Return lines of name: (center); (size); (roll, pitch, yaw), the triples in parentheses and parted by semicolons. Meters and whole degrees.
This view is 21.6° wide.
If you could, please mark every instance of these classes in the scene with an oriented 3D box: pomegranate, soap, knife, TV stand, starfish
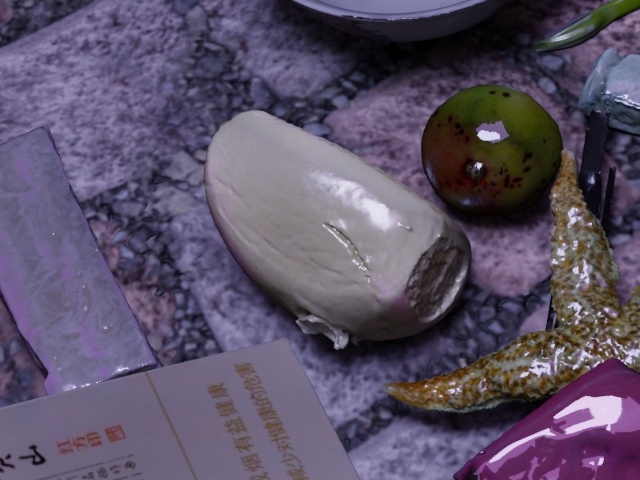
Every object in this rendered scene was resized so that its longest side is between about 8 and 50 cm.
pomegranate: (0.152, -0.077, 1.489); (0.130, 0.130, 0.130); (-3, 60, 5)
soap: (0.265, 0.247, 1.232); (0.220, 0.127, 0.325); (-35, 81, -3)
knife: (0.286, -0.222, 1.606); (0.184, 0.022, 0.026); (-28, 35, -8)
TV stand: (0.230, -0.003, 1.475); (0.042, 0.036, 0.249); (8, 61, 11)
starfish: (0.218, 0.090, 1.369); (0.347, 0.078, 0.358); (-17, 73, 2)

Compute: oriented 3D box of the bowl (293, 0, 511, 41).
bowl: (0.083, -0.299, 1.597); (0.345, 0.157, 0.346); (-3, 59, 5)

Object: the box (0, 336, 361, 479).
box: (-0.151, 0.205, 1.321); (0.365, 0.051, 0.205); (-12, 57, -27)

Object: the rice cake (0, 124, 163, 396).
rice cake: (-0.243, 0.024, 1.512); (0.106, 0.050, 0.298); (-25, 60, -7)

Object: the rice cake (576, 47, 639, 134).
rice cake: (0.395, -0.099, 1.496); (0.336, 0.063, 0.066); (20, 61, 17)

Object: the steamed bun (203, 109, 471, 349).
steamed bun: (0.000, 0.000, 1.437); (0.238, 0.170, 0.153); (28, 85, 20)
